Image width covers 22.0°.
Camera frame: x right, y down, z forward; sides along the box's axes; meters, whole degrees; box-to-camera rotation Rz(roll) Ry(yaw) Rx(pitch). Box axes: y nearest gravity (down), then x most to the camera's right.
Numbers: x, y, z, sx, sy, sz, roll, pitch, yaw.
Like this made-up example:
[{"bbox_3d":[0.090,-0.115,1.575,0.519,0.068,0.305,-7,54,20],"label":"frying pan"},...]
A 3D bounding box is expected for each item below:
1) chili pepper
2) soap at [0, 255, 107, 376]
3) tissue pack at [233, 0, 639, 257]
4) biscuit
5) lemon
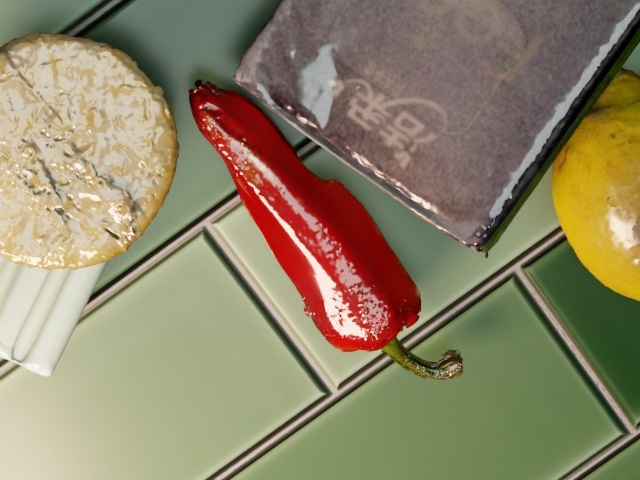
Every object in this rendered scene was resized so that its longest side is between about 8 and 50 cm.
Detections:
[{"bbox_3d":[0.000,0.000,1.576,0.110,0.110,0.387,-35,102,3],"label":"chili pepper"},{"bbox_3d":[-0.269,-0.025,1.554,0.160,0.087,0.265,25,99,-10],"label":"soap"},{"bbox_3d":[0.146,-0.225,1.490,0.288,0.124,0.394,37,98,13],"label":"tissue pack"},{"bbox_3d":[-0.234,-0.079,1.483,0.220,0.033,0.219,-1,101,-5],"label":"biscuit"},{"bbox_3d":[0.314,-0.046,1.554,0.188,0.188,0.256,-27,106,1],"label":"lemon"}]
